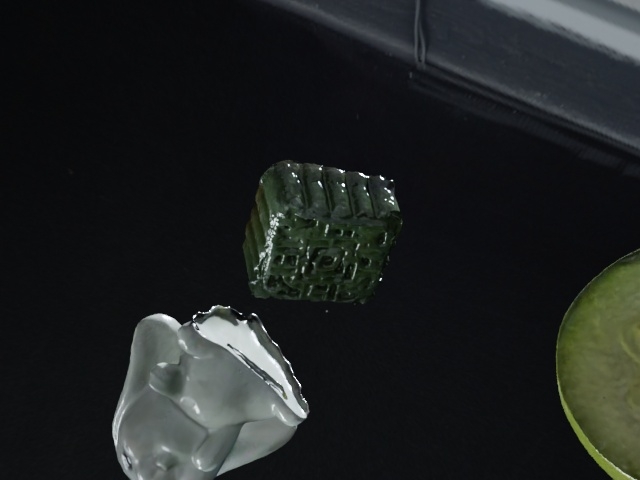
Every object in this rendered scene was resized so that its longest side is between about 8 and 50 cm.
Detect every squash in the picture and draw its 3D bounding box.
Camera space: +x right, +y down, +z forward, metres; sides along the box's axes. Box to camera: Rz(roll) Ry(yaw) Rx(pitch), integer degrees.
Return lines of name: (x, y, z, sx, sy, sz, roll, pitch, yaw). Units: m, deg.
squash: (0.326, 0.109, 0.665, 0.252, 0.049, 0.252, -15, -128, 20)

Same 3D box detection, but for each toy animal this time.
toy animal: (-0.171, 0.212, 1.081, 0.289, 0.174, 0.249, -25, -75, 9)

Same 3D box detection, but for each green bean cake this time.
green bean cake: (0.000, 0.000, 1.009, 0.181, 0.173, 0.094, 7, -139, -16)
